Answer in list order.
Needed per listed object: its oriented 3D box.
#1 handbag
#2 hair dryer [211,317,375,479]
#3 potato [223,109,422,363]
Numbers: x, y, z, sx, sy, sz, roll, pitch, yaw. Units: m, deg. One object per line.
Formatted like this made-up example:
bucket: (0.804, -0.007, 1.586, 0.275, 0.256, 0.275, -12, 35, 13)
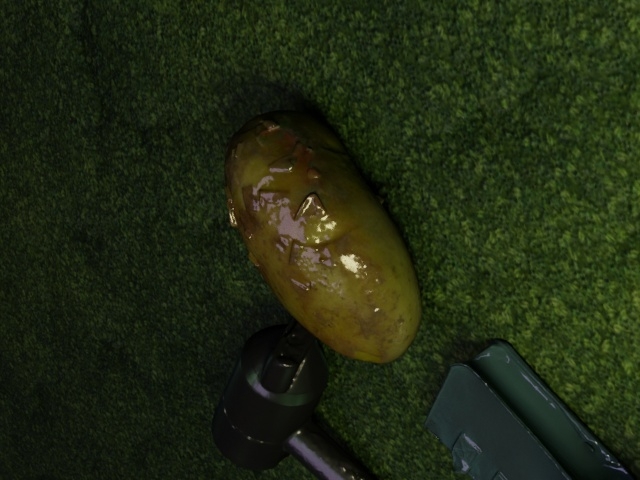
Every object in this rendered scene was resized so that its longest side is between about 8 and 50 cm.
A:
handbag: (0.212, 0.229, 1.542, 0.229, 0.062, 0.179, 47, 148, 21)
hair dryer: (0.016, 0.235, 1.801, 0.302, 0.116, 0.244, 41, 144, 12)
potato: (0.000, 0.000, 1.589, 0.298, 0.141, 0.176, 60, 157, 4)
